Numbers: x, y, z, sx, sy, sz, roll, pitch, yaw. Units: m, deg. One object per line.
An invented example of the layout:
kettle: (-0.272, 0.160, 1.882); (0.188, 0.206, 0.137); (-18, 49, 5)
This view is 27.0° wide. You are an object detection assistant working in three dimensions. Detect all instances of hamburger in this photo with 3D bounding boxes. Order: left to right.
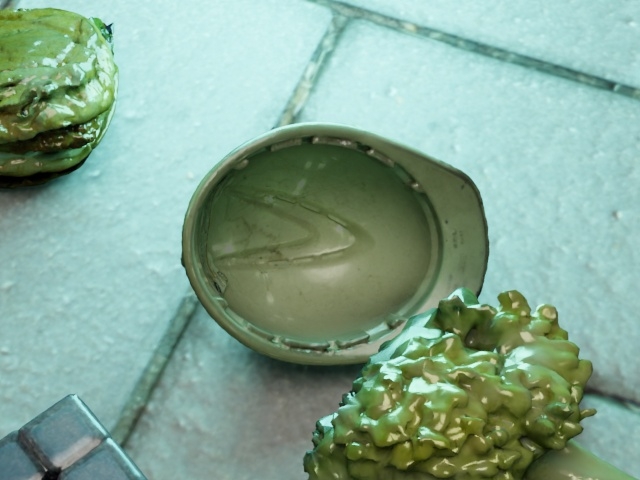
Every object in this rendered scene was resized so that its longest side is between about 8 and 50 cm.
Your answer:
hamburger: (-0.284, -0.138, 1.277); (0.183, 0.130, 0.206); (-5, 38, -3)

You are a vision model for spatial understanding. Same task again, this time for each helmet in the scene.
helmet: (0.003, 0.000, 1.157); (0.257, 0.137, 0.204); (10, 94, -11)

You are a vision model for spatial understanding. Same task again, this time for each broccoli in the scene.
broccoli: (0.136, 0.208, 0.906); (0.281, 0.293, 0.348); (8, 92, 29)

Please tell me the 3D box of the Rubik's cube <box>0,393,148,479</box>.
Rubik's cube: (-0.180, 0.294, 0.911); (0.237, 0.238, 0.237); (-36, 61, -20)
